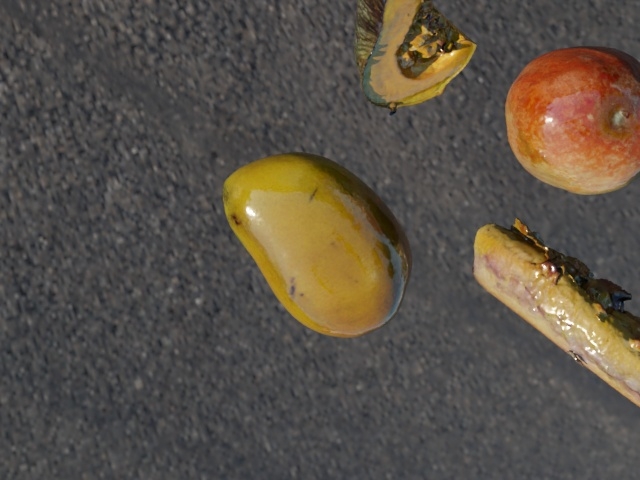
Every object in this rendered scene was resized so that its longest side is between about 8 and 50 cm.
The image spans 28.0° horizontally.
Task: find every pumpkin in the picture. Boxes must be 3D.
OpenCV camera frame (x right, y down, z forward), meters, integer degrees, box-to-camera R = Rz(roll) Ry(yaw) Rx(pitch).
[{"bbox_3d":[0.087,-0.286,1.792,0.163,0.111,0.278,-45,149,12],"label":"pumpkin"}]

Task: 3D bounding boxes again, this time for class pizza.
[{"bbox_3d":[0.276,0.084,1.260,0.085,0.305,0.161,-52,170,4],"label":"pizza"}]

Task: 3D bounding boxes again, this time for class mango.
[{"bbox_3d":[0.000,0.000,1.861,0.211,0.173,0.317,-44,104,0],"label":"mango"}]

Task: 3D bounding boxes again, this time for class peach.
[{"bbox_3d":[0.406,-0.178,1.885,0.257,0.232,0.232,-1,156,38],"label":"peach"}]
